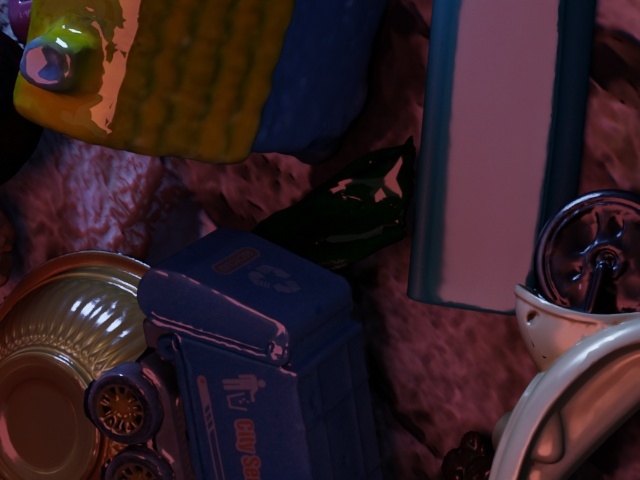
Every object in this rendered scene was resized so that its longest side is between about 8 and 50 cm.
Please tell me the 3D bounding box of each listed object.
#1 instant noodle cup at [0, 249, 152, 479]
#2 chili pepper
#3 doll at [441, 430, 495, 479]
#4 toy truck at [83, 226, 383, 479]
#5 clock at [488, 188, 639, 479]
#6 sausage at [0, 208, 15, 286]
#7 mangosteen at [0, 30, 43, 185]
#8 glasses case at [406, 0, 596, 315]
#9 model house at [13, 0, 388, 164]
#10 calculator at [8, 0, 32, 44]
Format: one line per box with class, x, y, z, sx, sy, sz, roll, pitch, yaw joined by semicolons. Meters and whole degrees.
instant noodle cup;-0.208;0.147;1.549;0.274;0.090;0.274;3;96;30
chili pepper;-0.002;-0.001;1.422;0.224;0.061;0.098;-42;39;36
doll;0.142;0.222;1.366;0.165;0.057;0.139;45;115;21
toy truck;-0.055;0.181;1.390;0.175;0.146;0.367;-2;106;27
clock;0.242;0.168;1.238;0.379;0.120;0.276;41;91;22
sausage;-0.390;-0.015;1.646;0.289;0.086;0.086;11;99;31
mangosteen;-0.310;-0.122;1.538;0.172;0.172;0.184;21;128;28
glasses case;0.128;-0.100;1.343;0.117;0.070;0.301;8;97;30
model house;-0.095;-0.182;1.344;0.215;0.303;0.237;20;103;21
calculator;-0.209;-0.265;1.551;0.126;0.034;0.191;-8;84;32
